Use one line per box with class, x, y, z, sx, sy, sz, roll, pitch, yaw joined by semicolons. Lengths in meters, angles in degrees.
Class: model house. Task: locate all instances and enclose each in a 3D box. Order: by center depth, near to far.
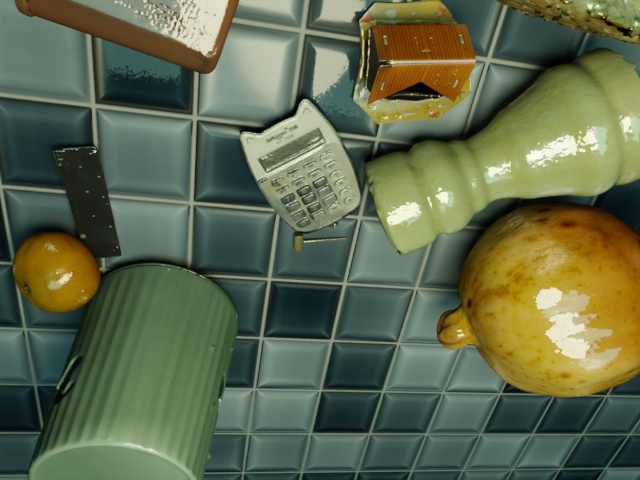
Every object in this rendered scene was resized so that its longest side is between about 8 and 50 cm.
model house;0.173;-0.273;0.813;0.219;0.136;0.207;-2;120;-7

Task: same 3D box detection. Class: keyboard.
keyboard;-0.424;-0.065;0.922;0.072;0.023;0.231;-7;123;-12

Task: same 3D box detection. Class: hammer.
hammer;0.000;0.000;1.025;0.110;0.019;0.036;-3;122;-9

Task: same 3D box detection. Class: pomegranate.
pomegranate;0.420;0.120;0.960;0.410;0.410;0.410;-4;122;-6

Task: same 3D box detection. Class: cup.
cup;-0.322;0.303;0.955;0.310;0.392;0.401;-5;127;2

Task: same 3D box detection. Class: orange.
orange;-0.486;0.060;0.914;0.156;0.124;0.156;13;127;18

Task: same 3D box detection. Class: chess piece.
chess piece;0.306;-0.138;0.880;0.442;0.234;0.234;-21;122;11

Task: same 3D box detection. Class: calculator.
calculator;-0.027;-0.123;0.932;0.177;0.040;0.268;-25;122;7

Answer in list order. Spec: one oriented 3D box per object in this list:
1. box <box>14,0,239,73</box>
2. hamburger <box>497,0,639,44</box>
box;-0.192;-0.412;0.619;0.229;0.239;0.339;17;117;-21
hamburger;0.365;-0.399;0.684;0.318;0.277;0.195;13;115;-15
